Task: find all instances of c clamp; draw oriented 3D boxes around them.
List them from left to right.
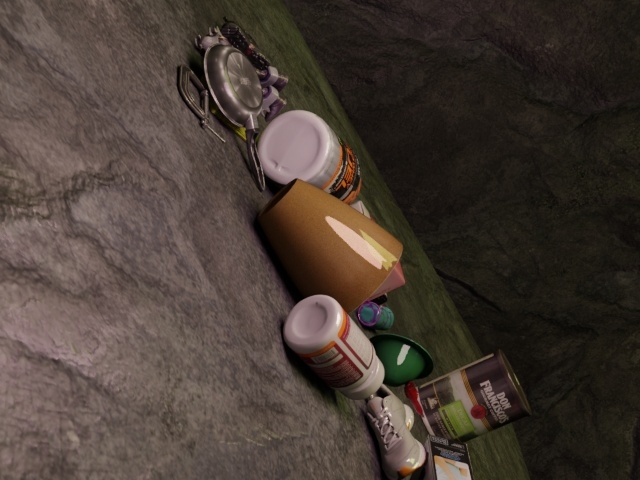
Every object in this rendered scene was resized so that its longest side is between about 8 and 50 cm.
[{"bbox_3d":[-0.250,-0.288,1.537,0.137,0.022,0.161,44,24,-42],"label":"c clamp"}]

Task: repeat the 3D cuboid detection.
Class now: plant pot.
[{"bbox_3d":[0.000,0.000,1.543,0.254,0.237,0.237,46,17,-13],"label":"plant pot"}]

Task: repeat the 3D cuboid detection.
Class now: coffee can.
[{"bbox_3d":[0.437,0.461,2.146,0.202,0.275,0.201,57,14,-23],"label":"coffee can"}]

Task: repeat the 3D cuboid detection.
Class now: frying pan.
[{"bbox_3d":[-0.179,-0.288,1.636,0.197,0.053,0.326,23,54,-56],"label":"frying pan"}]

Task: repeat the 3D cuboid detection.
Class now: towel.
[{"bbox_3d":[-0.201,-0.290,1.723,0.237,0.021,0.102,37,30,-63],"label":"towel"}]

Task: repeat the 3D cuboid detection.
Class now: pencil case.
[{"bbox_3d":[0.150,0.204,2.011,0.151,0.064,0.070,30,51,-68],"label":"pencil case"}]

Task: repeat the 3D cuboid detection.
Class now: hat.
[{"bbox_3d":[0.163,0.339,1.760,0.173,0.208,0.184,26,55,3],"label":"hat"}]

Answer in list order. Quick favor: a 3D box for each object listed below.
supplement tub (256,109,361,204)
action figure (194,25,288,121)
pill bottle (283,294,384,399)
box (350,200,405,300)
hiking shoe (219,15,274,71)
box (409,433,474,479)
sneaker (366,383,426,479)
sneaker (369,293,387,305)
[{"bbox_3d":[-0.015,-0.185,1.856,0.194,0.193,0.316,67,14,18],"label":"supplement tub"},{"bbox_3d":[-0.198,-0.410,1.813,0.285,0.099,0.185,30,40,-43],"label":"action figure"},{"bbox_3d":[0.031,0.209,1.413,0.221,0.121,0.121,53,17,-41],"label":"pill bottle"},{"bbox_3d":[0.103,0.036,1.972,0.232,0.148,0.127,52,18,-38],"label":"box"},{"bbox_3d":[-0.193,-0.520,2.062,0.227,0.086,0.114,53,20,-35],"label":"hiking shoe"},{"bbox_3d":[0.234,0.536,1.441,0.087,0.169,0.290,16,21,-3],"label":"box"},{"bbox_3d":[0.141,0.398,1.567,0.121,0.099,0.262,52,8,-15],"label":"sneaker"},{"bbox_3d":[0.145,0.126,2.162,0.161,0.057,0.075,46,27,-44],"label":"sneaker"}]
